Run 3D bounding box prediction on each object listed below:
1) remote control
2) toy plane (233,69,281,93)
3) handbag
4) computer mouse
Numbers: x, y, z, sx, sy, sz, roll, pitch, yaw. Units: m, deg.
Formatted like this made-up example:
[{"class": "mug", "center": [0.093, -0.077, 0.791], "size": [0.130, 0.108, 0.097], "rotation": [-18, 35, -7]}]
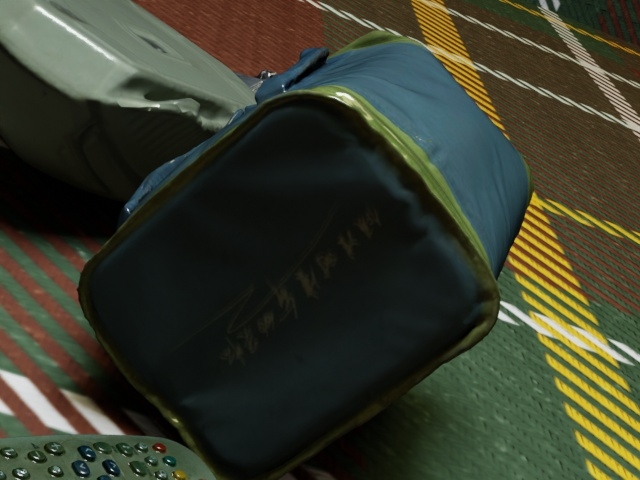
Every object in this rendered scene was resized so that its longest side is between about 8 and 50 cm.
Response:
[{"class": "remote control", "center": [-0.150, 0.138, 0.634], "size": [0.222, 0.042, 0.072], "rotation": [4, 30, -40]}, {"class": "toy plane", "center": [-0.093, -0.168, 1.327], "size": [0.135, 0.062, 0.188], "rotation": [-32, 52, -32]}, {"class": "handbag", "center": [0.000, 0.000, 0.796], "size": [0.222, 0.263, 0.241], "rotation": [52, 21, -3]}, {"class": "computer mouse", "center": [-0.175, -0.117, 1.039], "size": [0.228, 0.145, 0.429], "rotation": [37, 11, 17]}]
